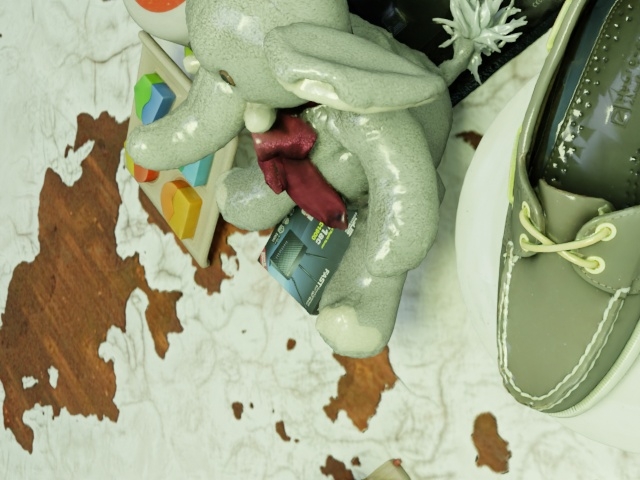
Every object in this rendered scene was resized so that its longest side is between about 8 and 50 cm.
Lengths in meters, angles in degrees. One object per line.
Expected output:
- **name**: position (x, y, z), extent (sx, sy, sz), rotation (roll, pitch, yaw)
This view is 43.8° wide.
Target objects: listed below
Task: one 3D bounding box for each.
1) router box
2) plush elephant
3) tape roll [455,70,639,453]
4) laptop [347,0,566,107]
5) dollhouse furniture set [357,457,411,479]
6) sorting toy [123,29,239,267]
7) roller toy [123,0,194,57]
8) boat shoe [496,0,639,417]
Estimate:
- **router box**: position (0.000, 0.000, 0.790), extent (0.092, 0.038, 0.122), rotation (42, 114, 32)
- **plush elephant**: position (-0.020, -0.108, 0.607), extent (0.330, 0.255, 0.272), rotation (-53, 45, 19)
- **tape roll**: position (0.241, -0.001, 0.554), extent (0.286, 0.100, 0.286), rotation (-2, 88, 40)
- **laptop**: position (0.125, -0.293, 0.714), extent (0.234, 0.136, 0.264), rotation (-38, 92, 33)
- **dollhouse furniture set**: position (0.039, 0.309, 0.691), extent (0.129, 0.129, 0.184), rotation (-47, 60, 28)
- **sorting toy**: position (-0.167, -0.097, 0.881), extent (0.193, 0.038, 0.208), rotation (48, 140, 29)
- **roller toy**: position (-0.113, -0.294, 0.821), extent (0.191, 0.146, 0.209), rotation (-30, 70, 34)
- **boat shoe**: position (0.165, -0.031, 0.494), extent (0.109, 0.091, 0.305), rotation (22, 102, 37)
